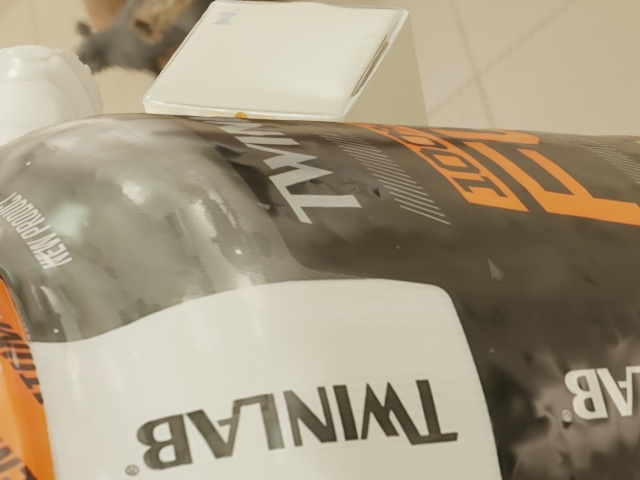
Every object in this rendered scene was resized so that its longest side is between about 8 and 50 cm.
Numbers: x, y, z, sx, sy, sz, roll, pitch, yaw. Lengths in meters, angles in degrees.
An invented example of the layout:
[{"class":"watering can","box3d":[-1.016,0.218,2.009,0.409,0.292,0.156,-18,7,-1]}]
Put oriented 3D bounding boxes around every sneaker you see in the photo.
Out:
[{"class":"sneaker","box3d":[-0.216,-0.051,1.273,0.235,0.090,0.095,97,177,-51]}]

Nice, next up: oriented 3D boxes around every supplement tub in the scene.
[{"class":"supplement tub","box3d":[0.021,0.071,0.451,0.207,0.338,0.207,1,91,54]}]

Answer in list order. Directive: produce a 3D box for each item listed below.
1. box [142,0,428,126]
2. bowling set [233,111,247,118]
[{"class":"box","box3d":[0.000,0.000,1.118,0.148,0.311,0.121,5,42,24]},{"class":"bowling set","box3d":[-0.048,0.085,0.833,0.200,0.154,0.287,89,171,-47]}]
